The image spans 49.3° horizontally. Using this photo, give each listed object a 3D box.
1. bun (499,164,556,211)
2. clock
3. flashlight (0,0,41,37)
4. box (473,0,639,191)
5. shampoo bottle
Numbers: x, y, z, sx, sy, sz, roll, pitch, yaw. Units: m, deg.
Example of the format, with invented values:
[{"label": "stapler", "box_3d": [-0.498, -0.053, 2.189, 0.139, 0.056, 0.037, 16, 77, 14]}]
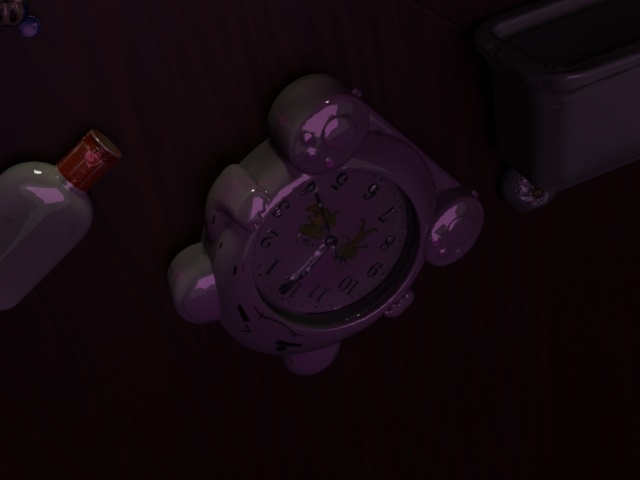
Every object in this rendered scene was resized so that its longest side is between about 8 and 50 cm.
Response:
[{"label": "bun", "box_3d": [0.281, -0.073, 0.934, 0.083, 0.045, 0.083, -8, 116, -18]}, {"label": "clock", "box_3d": [0.000, 0.000, 0.826, 0.295, 0.113, 0.322, 33, 103, -33]}, {"label": "flashlight", "box_3d": [-0.283, -0.241, 0.620, 0.057, 0.035, 0.121, -3, 120, -19]}, {"label": "box", "box_3d": [0.347, -0.191, 0.827, 0.312, 0.175, 0.182, -21, 132, -10]}, {"label": "shampoo bottle", "box_3d": [-0.299, -0.025, 0.728, 0.221, 0.051, 0.108, -43, 122, 6]}]
